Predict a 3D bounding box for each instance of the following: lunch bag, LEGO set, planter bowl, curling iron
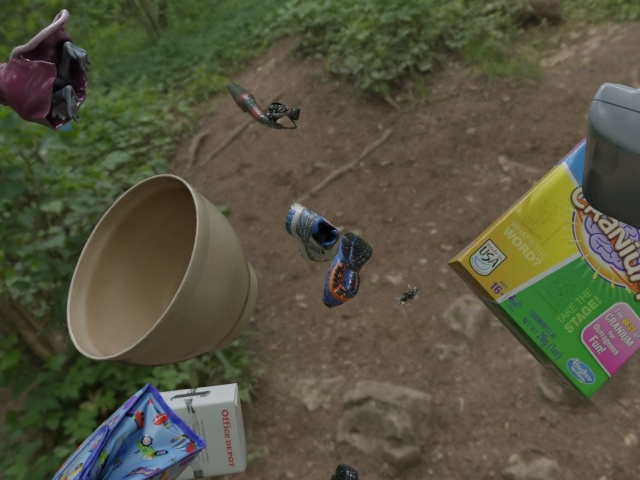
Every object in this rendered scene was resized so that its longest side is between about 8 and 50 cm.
[{"bbox_3d":[-0.315,0.352,0.841,0.221,0.138,0.293,-44,-2,9],"label":"lunch bag"},{"bbox_3d":[0.183,0.119,1.298,0.054,0.023,0.083,-25,-29,8],"label":"LEGO set"},{"bbox_3d":[-0.125,0.039,0.549,0.162,0.109,0.162,-21,54,31],"label":"planter bowl"},{"bbox_3d":[-0.108,-0.223,1.032,0.068,0.035,0.274,1,21,-28],"label":"curling iron"}]

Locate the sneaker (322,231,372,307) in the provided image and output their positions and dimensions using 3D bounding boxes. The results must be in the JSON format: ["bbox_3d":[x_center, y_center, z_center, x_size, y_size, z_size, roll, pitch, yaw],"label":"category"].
[{"bbox_3d":[0.050,0.062,1.398,0.087,0.083,0.221,-48,9,41],"label":"sneaker"}]

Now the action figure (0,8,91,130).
[{"bbox_3d":[-0.749,-0.371,1.486,0.370,0.276,0.248,4,42,12],"label":"action figure"}]

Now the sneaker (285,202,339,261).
[{"bbox_3d":[0.000,0.000,0.873,0.058,0.135,0.052,17,74,28],"label":"sneaker"}]

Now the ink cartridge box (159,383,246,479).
[{"bbox_3d":[-0.329,0.483,1.576,0.272,0.197,0.114,-6,11,-1],"label":"ink cartridge box"}]

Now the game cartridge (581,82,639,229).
[{"bbox_3d":[0.316,-0.008,0.396,0.062,0.297,0.198,-63,-24,-4],"label":"game cartridge"}]

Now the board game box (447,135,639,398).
[{"bbox_3d":[0.369,0.012,0.840,0.316,0.242,0.064,-43,-5,-5],"label":"board game box"}]

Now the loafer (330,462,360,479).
[{"bbox_3d":[0.063,0.527,1.346,0.223,0.078,0.076,100,-176,-61],"label":"loafer"}]
